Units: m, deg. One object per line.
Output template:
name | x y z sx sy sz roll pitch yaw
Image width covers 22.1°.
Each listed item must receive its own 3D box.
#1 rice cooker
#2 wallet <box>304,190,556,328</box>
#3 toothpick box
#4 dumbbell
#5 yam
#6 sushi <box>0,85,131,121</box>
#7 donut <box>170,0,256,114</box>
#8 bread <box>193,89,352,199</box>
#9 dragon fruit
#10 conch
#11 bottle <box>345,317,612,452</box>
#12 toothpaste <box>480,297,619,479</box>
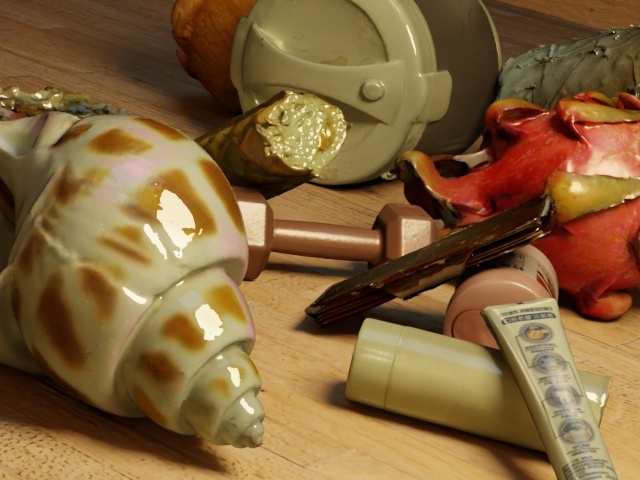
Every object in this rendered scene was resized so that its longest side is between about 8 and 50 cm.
rice cooker | 0.055 -0.212 2.018 0.288 0.288 0.277 21 19 32
wallet | 0.102 0.021 1.471 0.232 0.031 0.122 -23 7 16
toothpick box | 0.164 0.063 1.468 0.098 0.098 0.149 12 15 5
dumbbell | 0.000 0.000 1.603 0.230 0.082 0.092 6 16 -17
yam | 0.367 -0.138 1.892 0.241 0.241 0.348 2 -5 -28
sushi | -0.268 -0.073 1.572 0.274 0.139 0.184 -5 24 -44
donut | -0.053 -0.315 2.223 0.299 0.317 0.150 -32 68 -17
bread | -0.076 -0.081 1.662 0.098 0.087 0.269 -47 14 -29
dragon fruit | 0.251 -0.039 1.684 0.307 0.228 0.243 6 8 38
conch | -0.174 0.022 1.231 0.249 0.197 0.368 -33 36 -12
bottle | 0.125 0.118 1.302 0.201 0.072 0.072 14 16 10
toothpaste | 0.178 0.126 1.219 0.062 0.039 0.239 -10 43 -5
